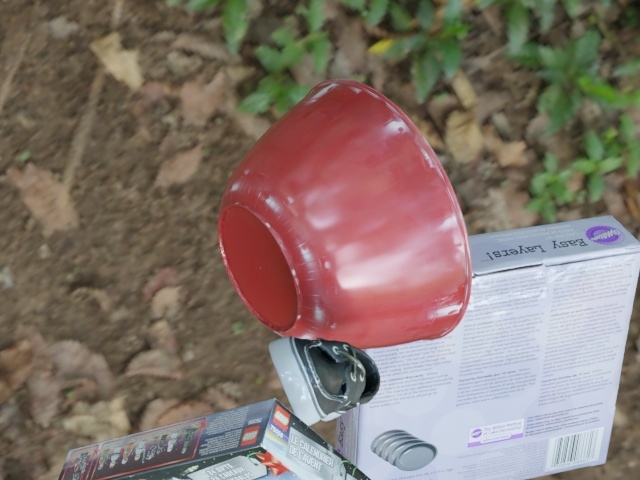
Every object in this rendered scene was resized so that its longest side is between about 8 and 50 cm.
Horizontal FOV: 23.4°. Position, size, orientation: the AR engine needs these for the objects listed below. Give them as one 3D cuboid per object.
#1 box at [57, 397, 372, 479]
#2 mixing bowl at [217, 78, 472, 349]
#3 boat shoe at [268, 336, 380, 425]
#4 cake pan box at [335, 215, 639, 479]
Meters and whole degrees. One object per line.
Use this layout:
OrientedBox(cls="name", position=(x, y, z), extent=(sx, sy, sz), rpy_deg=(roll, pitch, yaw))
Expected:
OrientedBox(cls="box", position=(-0.045, 0.120, 0.721), extent=(0.094, 0.137, 0.027), rpy_deg=(44, 45, -33))
OrientedBox(cls="mixing bowl", position=(0.000, 0.000, 0.966), extent=(0.098, 0.181, 0.181), rpy_deg=(-26, 89, -27))
OrientedBox(cls="boat shoe", position=(0.004, 0.071, 0.833), extent=(0.040, 0.142, 0.049), rpy_deg=(-24, 80, 5))
OrientedBox(cls="cake pan box", position=(0.148, 0.108, 1.357), extent=(0.267, 0.245, 0.070), rpy_deg=(-9, 36, -15))
